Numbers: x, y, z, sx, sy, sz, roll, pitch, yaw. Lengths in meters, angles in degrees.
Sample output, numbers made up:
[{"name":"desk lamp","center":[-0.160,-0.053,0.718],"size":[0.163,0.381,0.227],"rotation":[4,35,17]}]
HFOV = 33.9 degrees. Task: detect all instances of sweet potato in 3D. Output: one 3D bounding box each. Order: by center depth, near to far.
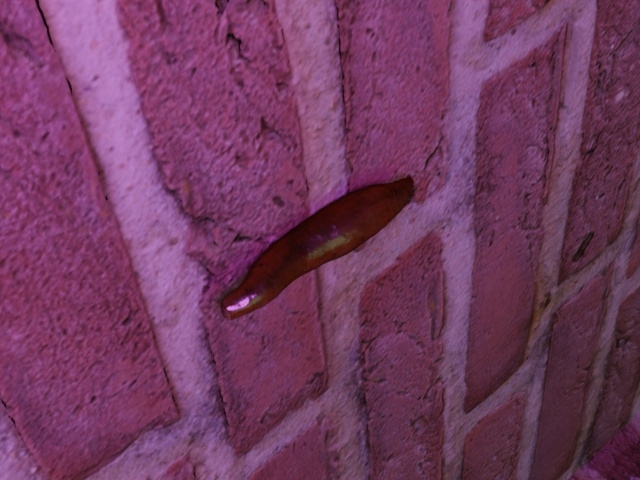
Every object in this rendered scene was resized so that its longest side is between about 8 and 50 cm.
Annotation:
[{"name":"sweet potato","center":[0.000,0.001,1.062],"size":[0.264,0.057,0.057],"rotation":[-34,143,-25]}]
